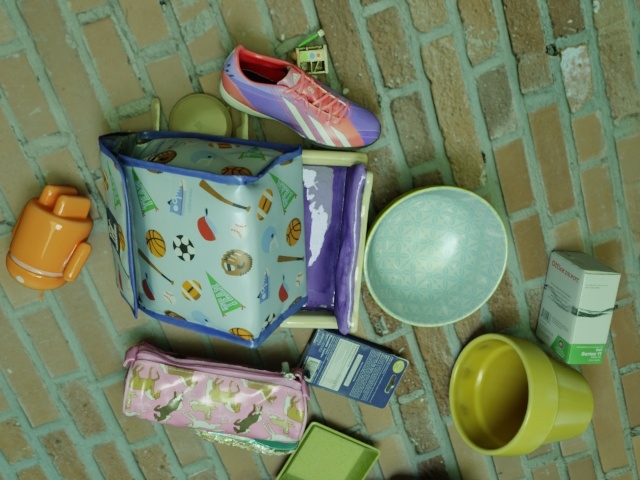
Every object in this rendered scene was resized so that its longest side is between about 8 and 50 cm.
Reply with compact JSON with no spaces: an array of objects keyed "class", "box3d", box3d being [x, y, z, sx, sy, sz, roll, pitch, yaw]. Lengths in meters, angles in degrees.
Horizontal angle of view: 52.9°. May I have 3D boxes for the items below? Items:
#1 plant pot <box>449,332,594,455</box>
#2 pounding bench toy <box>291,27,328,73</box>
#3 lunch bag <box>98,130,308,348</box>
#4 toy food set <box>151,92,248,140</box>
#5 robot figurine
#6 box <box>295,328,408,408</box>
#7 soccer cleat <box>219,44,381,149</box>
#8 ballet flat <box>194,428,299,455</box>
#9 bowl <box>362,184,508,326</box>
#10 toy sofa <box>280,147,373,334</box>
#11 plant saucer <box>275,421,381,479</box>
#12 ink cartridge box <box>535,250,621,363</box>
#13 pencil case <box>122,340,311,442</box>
[{"class":"plant pot","box3d":[0.453,0.344,1.408,0.239,0.254,0.253,13,105,-26]},{"class":"pounding bench toy","box3d":[-0.023,-0.359,1.226,0.065,0.052,0.083,-6,107,-5]},{"class":"lunch bag","box3d":[-0.240,-0.019,1.170,0.386,0.239,0.327,13,117,26]},{"class":"toy food set","box3d":[-0.233,-0.219,1.255,0.192,0.038,0.132,2,100,-1]},{"class":"robot figurine","box3d":[-0.518,0.004,1.232,0.158,0.128,0.219,24,102,-14]},{"class":"box","box3d":[0.069,0.283,1.437,0.225,0.036,0.136,22,103,-11]},{"class":"soccer cleat","box3d":[-0.030,-0.260,1.188,0.319,0.116,0.108,20,64,-6]},{"class":"ballet flat","box3d":[-0.169,0.430,1.440,0.241,0.091,0.077,20,133,-8]},{"class":"bowl","box3d":[0.217,0.015,1.313,0.290,0.156,0.289,-2,106,-6]},{"class":"toy sofa","box3d":[0.000,0.000,1.272,0.150,0.177,0.362,3,107,-7]},{"class":"plant saucer","box3d":[0.014,0.517,1.496,0.189,0.045,0.188,27,101,-15]},{"class":"ink cartridge box","box3d":[0.554,0.141,1.396,0.087,0.153,0.208,2,107,-8]},{"class":"pencil case","box3d":[-0.215,0.314,1.332,0.387,0.160,0.167,9,84,-3]}]
